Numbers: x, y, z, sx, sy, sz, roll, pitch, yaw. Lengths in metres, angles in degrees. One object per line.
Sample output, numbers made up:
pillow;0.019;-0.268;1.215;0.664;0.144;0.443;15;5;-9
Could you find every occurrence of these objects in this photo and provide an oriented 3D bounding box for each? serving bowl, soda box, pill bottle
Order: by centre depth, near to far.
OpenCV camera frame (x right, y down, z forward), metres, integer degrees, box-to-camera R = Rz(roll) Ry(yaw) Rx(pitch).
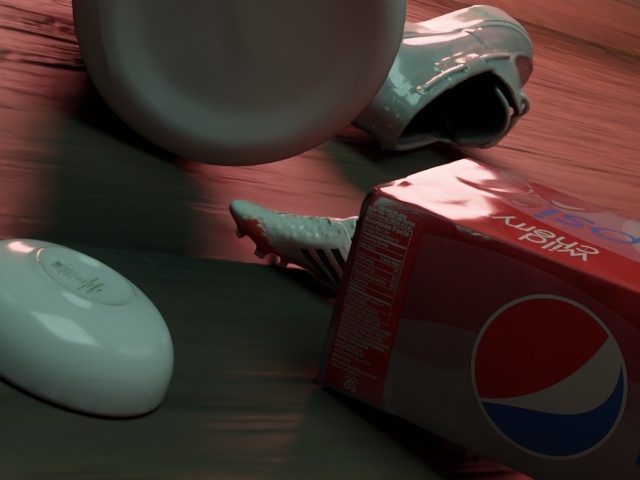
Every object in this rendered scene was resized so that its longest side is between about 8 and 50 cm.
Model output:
serving bowl;-0.083;0.023;0.599;0.083;0.027;0.083;25;18;-9
soda box;0.136;0.053;0.652;0.263;0.083;0.092;23;21;26
pill bottle;-0.053;-0.152;0.919;0.153;0.153;0.265;23;18;-18

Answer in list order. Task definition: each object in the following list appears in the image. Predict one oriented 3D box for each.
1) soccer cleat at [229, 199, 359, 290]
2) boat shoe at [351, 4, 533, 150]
soccer cleat;0.000;0.000;0.774;0.083;0.036;0.029;33;18;11
boat shoe;0.078;-0.086;1.083;0.081;0.079;0.227;46;27;19
